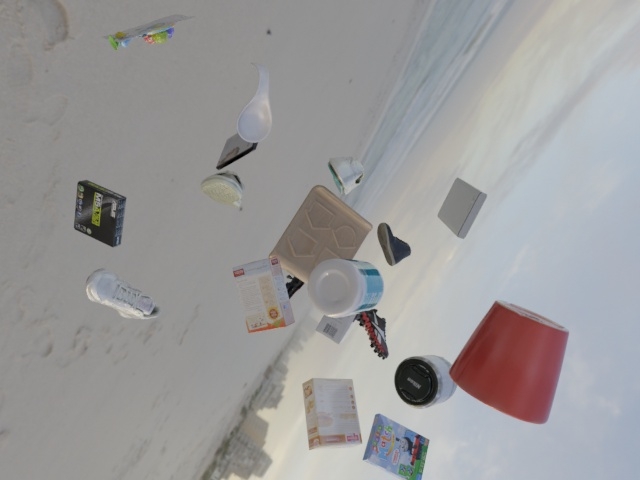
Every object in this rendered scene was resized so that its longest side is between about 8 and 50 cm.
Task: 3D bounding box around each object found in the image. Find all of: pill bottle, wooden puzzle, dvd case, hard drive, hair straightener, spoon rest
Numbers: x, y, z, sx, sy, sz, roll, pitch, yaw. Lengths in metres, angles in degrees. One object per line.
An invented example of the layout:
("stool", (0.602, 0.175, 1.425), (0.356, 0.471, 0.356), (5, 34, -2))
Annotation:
("pill bottle", (0.081, 0.122, 1.245), (0.146, 0.146, 0.264), (-56, 158, 11))
("wooden puzzle", (0.000, 0.000, 1.861), (0.347, 0.322, 0.080), (-56, -151, -3))
("dvd case", (-0.339, -0.410, 2.001), (0.253, 0.022, 0.180), (-18, -133, 39))
("hard drive", (0.598, -0.145, 2.016), (0.307, 0.040, 0.202), (-94, -154, -72))
("hair straightener", (-0.128, 0.180, 1.896), (0.047, 0.089, 0.230), (1, -143, 44))
("spoon rest", (-0.229, -0.488, 1.689), (0.084, 0.138, 0.276), (37, -57, 53))

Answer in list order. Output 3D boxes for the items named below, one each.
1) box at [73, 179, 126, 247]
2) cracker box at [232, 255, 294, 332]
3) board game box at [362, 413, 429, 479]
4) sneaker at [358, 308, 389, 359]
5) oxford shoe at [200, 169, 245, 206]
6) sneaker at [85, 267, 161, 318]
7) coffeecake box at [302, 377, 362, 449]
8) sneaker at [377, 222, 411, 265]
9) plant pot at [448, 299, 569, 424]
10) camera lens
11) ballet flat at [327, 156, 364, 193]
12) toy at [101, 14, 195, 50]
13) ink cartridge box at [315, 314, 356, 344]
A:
("box", (-0.780, -0.095, 1.663), (0.045, 0.184, 0.190), (-33, 144, -62))
("cracker box", (-0.191, 0.182, 1.579), (0.156, 0.232, 0.067), (-15, 179, 28))
("board game box", (0.260, 0.710, 1.598), (0.039, 0.212, 0.160), (-49, -166, 54))
("sneaker", (0.299, 0.473, 2.434), (0.135, 0.275, 0.097), (-22, 164, -15))
("oxford shoe", (-0.383, -0.227, 1.913), (0.449, 0.169, 0.129), (155, -48, -84))
("sneaker", (-0.631, 0.177, 1.537), (0.305, 0.152, 0.114), (63, 37, -61))
("coffeecake box", (0.032, 0.501, 1.366), (0.068, 0.143, 0.185), (-45, -137, 45))
("sneaker", (0.341, -0.001, 2.183), (0.118, 0.221, 0.083), (-27, -153, -19))
("plant pot", (0.518, 0.307, 1.260), (0.275, 0.275, 0.243), (-32, 144, -82))
("camera lens", (0.472, 0.625, 2.102), (0.274, 0.219, 0.219), (16, 111, -54))
("ballet flat", (0.110, -0.273, 1.887), (0.139, 0.139, 0.400), (-56, 174, 1))
("toy", (-0.482, -0.588, 1.344), (0.237, 0.137, 0.056), (-31, 131, -29))
("ink cartridge box", (0.121, 0.343, 2.277), (0.271, 0.130, 0.309), (-59, 168, -2))
